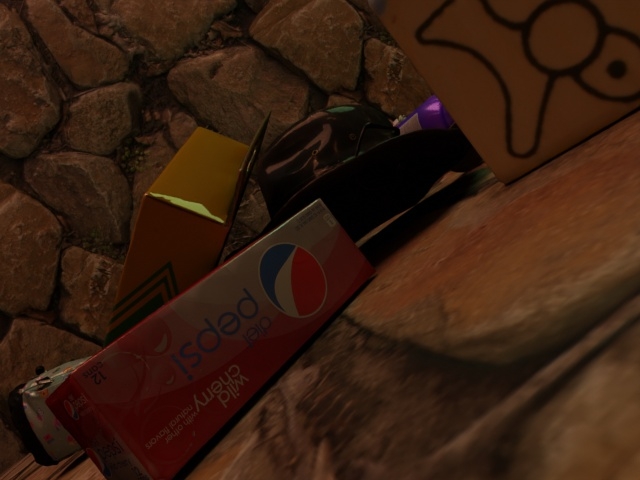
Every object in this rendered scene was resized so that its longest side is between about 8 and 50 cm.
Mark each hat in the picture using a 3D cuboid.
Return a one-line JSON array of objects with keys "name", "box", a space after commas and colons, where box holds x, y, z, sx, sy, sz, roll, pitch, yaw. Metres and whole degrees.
[{"name": "hat", "box": [0.012, -0.083, 0.661, 0.331, 0.133, 0.331, -27, -12, -6]}]

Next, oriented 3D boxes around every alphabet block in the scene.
[{"name": "alphabet block", "box": [0.195, -0.198, 0.444, 0.192, 0.197, 0.193, -34, 5, 46]}]

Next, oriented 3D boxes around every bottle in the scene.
[{"name": "bottle", "box": [0.209, -0.186, 0.888, 0.092, 0.118, 0.283, -35, 1, -22]}]

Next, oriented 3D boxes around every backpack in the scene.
[{"name": "backpack", "box": [-0.352, 0.245, 0.788, 0.182, 0.151, 0.115, -25, 9, 2]}]

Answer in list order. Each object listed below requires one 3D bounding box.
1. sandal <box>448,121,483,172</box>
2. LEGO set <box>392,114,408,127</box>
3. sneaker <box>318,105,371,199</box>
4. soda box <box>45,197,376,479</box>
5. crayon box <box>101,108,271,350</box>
[{"name": "sandal", "box": [0.238, -0.174, 0.645, 0.079, 0.088, 0.240, -47, 3, -36]}, {"name": "LEGO set", "box": [0.280, -0.266, 1.575, 0.107, 0.132, 0.287, -55, 18, 27]}, {"name": "sneaker", "box": [0.032, -0.117, 0.974, 0.268, 0.101, 0.153, -55, -6, -30]}, {"name": "soda box", "box": [-0.068, 0.068, 0.422, 0.083, 0.092, 0.263, -36, 2, 45]}, {"name": "crayon box", "box": [-0.149, 0.013, 0.576, 0.202, 0.081, 0.318, -86, 19, -62]}]
